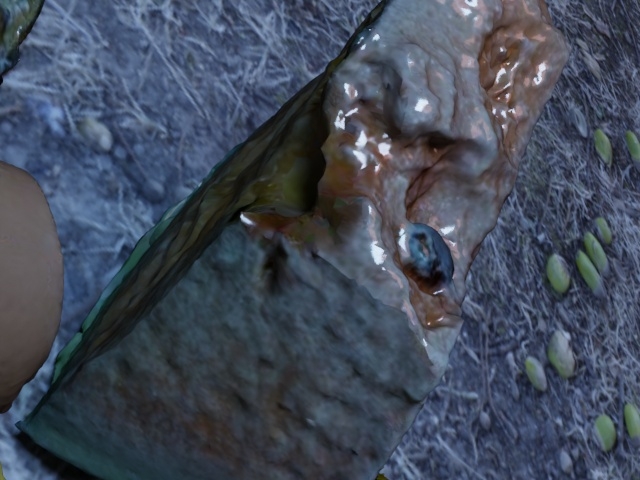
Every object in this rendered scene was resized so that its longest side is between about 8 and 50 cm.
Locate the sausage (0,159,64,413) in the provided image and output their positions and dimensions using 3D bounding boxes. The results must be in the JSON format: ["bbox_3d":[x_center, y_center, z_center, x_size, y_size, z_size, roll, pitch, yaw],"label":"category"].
[{"bbox_3d":[-0.228,-0.004,0.439,0.253,0.123,0.123,21,56,-42],"label":"sausage"}]

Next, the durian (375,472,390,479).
[{"bbox_3d":[-0.006,0.165,0.582,0.146,0.102,0.208,10,45,-48],"label":"durian"}]

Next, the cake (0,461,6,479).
[{"bbox_3d":[-0.198,0.155,0.310,0.286,0.222,0.227,45,41,-22],"label":"cake"}]

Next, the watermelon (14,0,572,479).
[{"bbox_3d":[0.008,0.012,0.532,0.151,0.302,0.264,40,48,-11],"label":"watermelon"}]

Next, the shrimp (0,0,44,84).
[{"bbox_3d":[-0.233,-0.252,0.601,0.272,0.085,0.445,45,45,-29],"label":"shrimp"}]
